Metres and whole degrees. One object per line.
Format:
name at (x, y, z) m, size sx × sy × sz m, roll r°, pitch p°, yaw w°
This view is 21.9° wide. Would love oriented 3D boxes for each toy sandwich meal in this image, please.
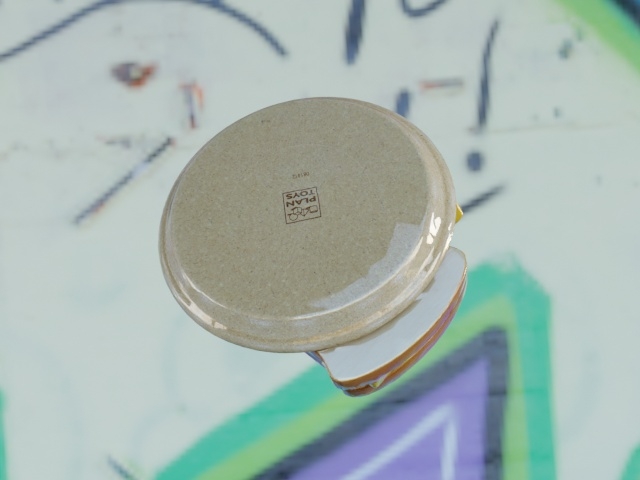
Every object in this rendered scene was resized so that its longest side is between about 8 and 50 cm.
toy sandwich meal at (0.000, 0.000, 0.424) m, size 0.085 × 0.086 × 0.029 m, roll -6°, pitch -34°, yaw 10°
